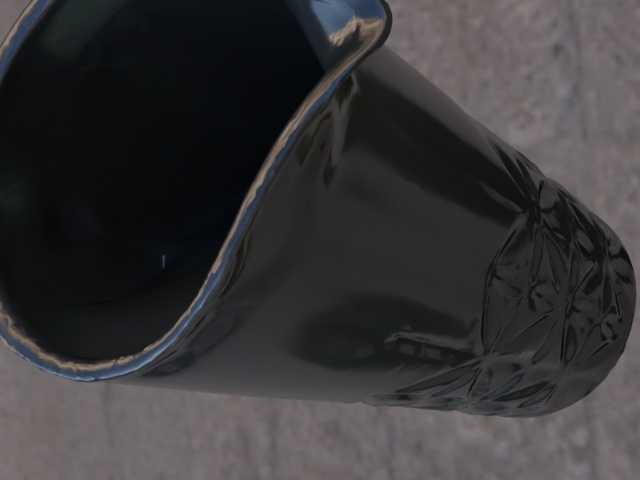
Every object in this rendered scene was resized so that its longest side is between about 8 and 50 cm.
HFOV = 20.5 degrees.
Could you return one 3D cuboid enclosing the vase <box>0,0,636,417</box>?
[{"bbox_3d":[0.000,0.000,0.681,0.251,0.301,0.156,-19,67,32],"label":"vase"}]
